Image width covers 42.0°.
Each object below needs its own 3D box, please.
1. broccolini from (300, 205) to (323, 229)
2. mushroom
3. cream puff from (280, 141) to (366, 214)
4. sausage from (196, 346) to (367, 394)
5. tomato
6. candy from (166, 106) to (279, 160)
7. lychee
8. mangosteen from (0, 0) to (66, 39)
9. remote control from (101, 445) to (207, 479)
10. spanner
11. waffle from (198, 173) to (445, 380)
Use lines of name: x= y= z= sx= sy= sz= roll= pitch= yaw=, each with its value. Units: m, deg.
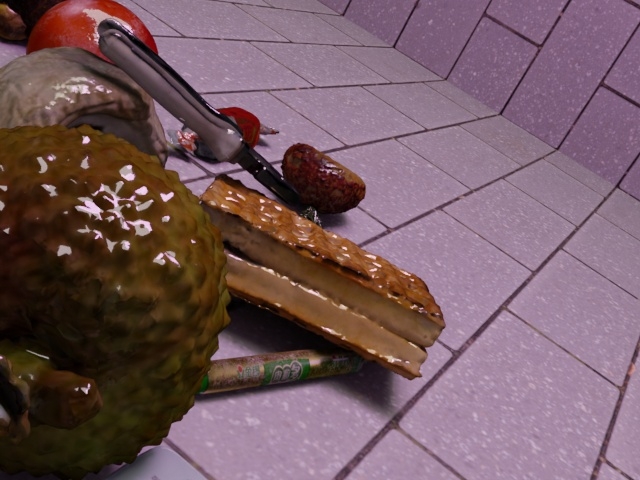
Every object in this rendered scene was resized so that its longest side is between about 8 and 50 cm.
broccolini: x=0.000 y=0.000 z=1.207 sx=0.035 sy=0.030 sz=0.140 roll=57 pitch=6 yaw=-41
mushroom: x=-0.292 y=-0.145 z=0.986 sx=0.267 sy=0.164 sz=0.189 roll=2 pitch=36 yaw=-47
cream puff: x=0.001 y=-0.088 z=1.294 sx=0.149 sy=0.084 sz=0.149 roll=33 pitch=4 yaw=-3
sausage: x=-0.040 y=0.133 z=0.868 sx=0.269 sy=0.032 sz=0.033 roll=2 pitch=35 yaw=-47
tomato: x=-0.335 y=-0.280 z=1.236 sx=0.187 sy=0.151 sz=0.187 roll=25 pitch=28 yaw=-15
candy: x=-0.152 y=-0.174 z=1.339 sx=0.086 sy=0.059 sz=0.292 roll=33 pitch=22 yaw=11
lychee: x=-0.195 y=0.040 z=0.596 sx=0.270 sy=0.270 sz=0.320 roll=12 pitch=34 yaw=-35
mangosteen: x=-0.479 y=-0.403 z=1.305 sx=0.192 sy=0.192 sz=0.217 roll=39 pitch=49 yaw=21
remote control: x=-0.156 y=0.228 z=0.521 sx=0.103 sy=0.051 sz=0.293 roll=36 pitch=28 yaw=17
spanner: x=-0.136 y=-0.143 z=0.999 sx=0.325 sy=0.040 sz=0.095 roll=41 pitch=12 yaw=-31
waffle: x=-0.011 y=0.038 z=0.975 sx=0.308 sy=0.091 sz=0.213 roll=27 pitch=10 yaw=-6
